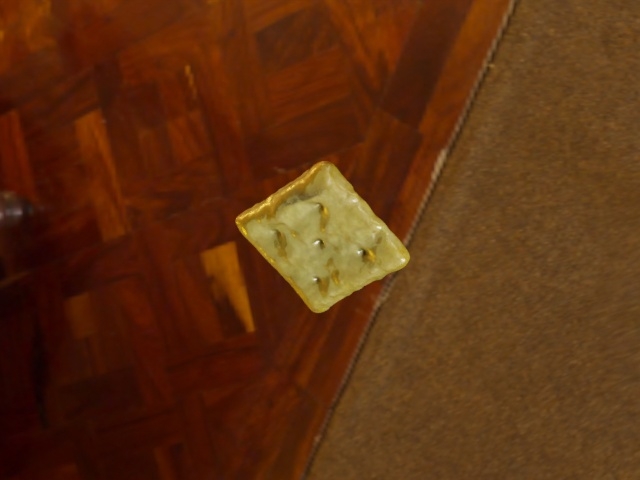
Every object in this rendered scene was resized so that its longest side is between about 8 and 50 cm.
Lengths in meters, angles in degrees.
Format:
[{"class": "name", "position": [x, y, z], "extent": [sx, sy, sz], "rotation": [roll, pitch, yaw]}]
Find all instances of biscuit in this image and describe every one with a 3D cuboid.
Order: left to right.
[{"class": "biscuit", "position": [0.000, 0.000, 0.689], "extent": [0.083, 0.018, 0.081], "rotation": [-30, 108, 37]}]
